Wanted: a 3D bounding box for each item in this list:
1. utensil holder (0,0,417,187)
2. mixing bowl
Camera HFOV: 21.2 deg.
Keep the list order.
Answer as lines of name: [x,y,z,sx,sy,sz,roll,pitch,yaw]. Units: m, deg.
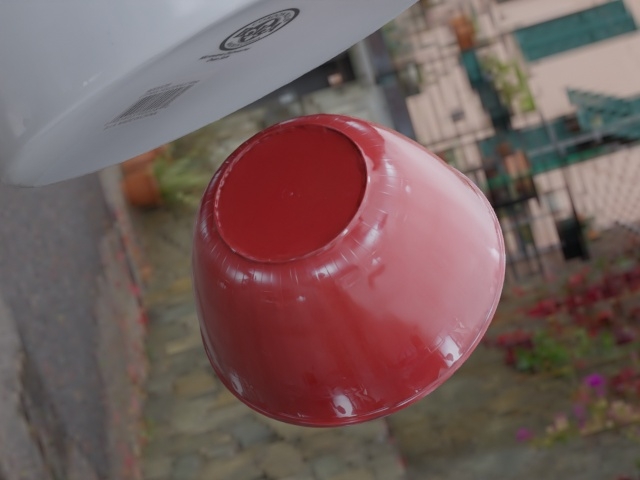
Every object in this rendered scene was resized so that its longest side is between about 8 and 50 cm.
utensil holder: [-0.125,-0.267,0.941,0.386,0.327,0.327,61,2,3]
mixing bowl: [0.000,0.000,0.923,0.098,0.181,0.181,56,16,-53]
